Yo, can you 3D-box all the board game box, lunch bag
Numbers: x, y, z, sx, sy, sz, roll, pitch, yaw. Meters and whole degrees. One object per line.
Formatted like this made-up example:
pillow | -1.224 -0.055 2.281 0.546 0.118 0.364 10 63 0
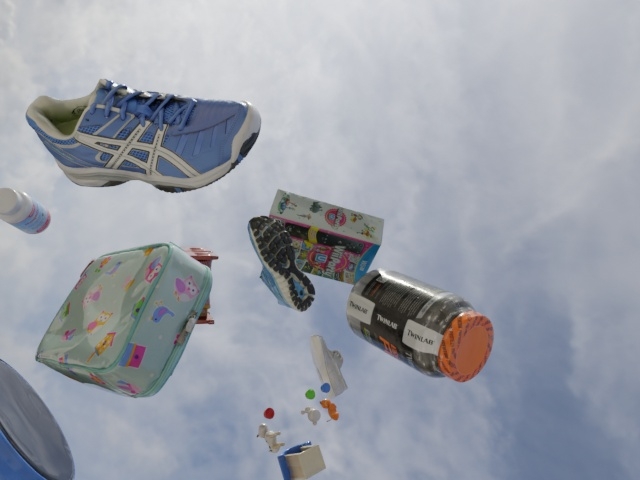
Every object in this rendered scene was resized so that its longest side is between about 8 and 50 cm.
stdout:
board game box | 0.000 0.000 1.438 0.224 0.303 0.097 108 -5 -53
lunch bag | -0.292 0.111 0.783 0.279 0.108 0.224 -6 -130 40

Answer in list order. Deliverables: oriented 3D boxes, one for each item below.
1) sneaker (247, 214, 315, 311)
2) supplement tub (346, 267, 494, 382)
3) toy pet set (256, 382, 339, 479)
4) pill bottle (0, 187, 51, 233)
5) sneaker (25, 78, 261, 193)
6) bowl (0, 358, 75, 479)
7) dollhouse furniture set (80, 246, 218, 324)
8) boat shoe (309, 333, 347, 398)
sneaker | -0.074 0.040 0.779 0.073 0.063 0.162 -8 -68 45
supplement tub | 0.240 0.206 1.282 0.338 0.207 0.207 21 -77 51
toy pet set | -0.034 0.282 0.745 0.065 0.122 0.114 -30 -106 46
pill bottle | -0.767 -0.076 1.317 0.087 0.160 0.087 1 -105 -3
sneaker | -0.154 -0.092 0.439 0.211 0.081 0.080 -4 -121 16
bowl | -0.690 0.423 1.159 0.391 0.077 0.391 48 -19 23
dollhouse furniture set | -0.483 0.128 1.414 0.152 0.374 0.201 -158 -111 -65
boat shoe | 0.023 0.287 1.193 0.066 0.063 0.184 36 -34 64
